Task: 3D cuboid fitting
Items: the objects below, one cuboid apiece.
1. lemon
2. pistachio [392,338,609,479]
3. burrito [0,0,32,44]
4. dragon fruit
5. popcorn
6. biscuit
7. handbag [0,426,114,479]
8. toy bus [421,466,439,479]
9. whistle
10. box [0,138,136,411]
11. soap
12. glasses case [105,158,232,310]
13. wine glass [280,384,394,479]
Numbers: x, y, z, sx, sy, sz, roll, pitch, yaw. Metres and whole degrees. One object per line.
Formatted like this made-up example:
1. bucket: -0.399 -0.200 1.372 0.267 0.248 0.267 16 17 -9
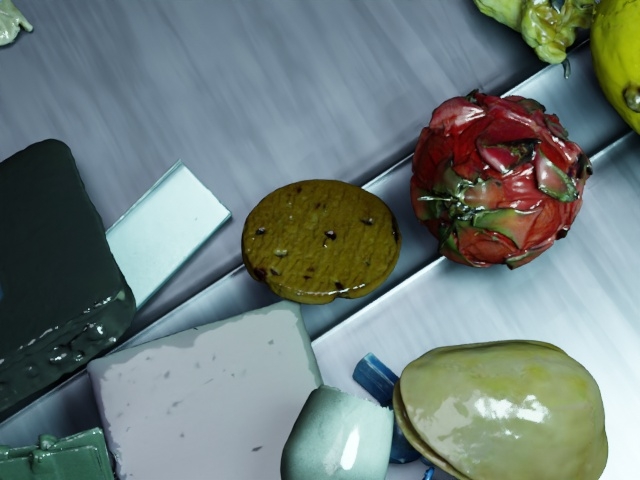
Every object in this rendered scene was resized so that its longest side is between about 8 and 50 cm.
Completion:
1. lemon: 0.480 -0.255 1.869 0.297 0.297 0.297 -1 75 3
2. pistachio: 0.215 0.216 1.797 0.260 0.163 0.213 -3 50 -18
3. burrito: -0.483 -0.363 2.070 0.229 0.063 0.058 52 44 6
4. dragon fruit: 0.200 -0.075 1.848 0.233 0.293 0.234 2 93 34
5. popcorn: 0.290 -0.335 1.976 0.168 0.173 0.195 -26 65 -26
6. biscuit: 0.000 0.000 1.914 0.212 0.036 0.212 1 45 -1
7. handbag: -0.355 0.339 1.786 0.247 0.260 0.079 -7 31 3
8. toy bus: 0.137 0.430 1.781 0.175 0.138 0.288 23 78 8
9. whistle: 0.086 0.221 1.867 0.158 0.090 0.090 41 81 12
10. box: -0.423 0.061 1.878 0.359 0.091 0.350 -30 47 -2
11. soap: -0.114 0.249 1.859 0.285 0.107 0.296 -16 76 -1
12. glasses case: -0.244 0.024 1.961 0.266 0.056 0.105 -45 102 -8
13. wine glass: 0.004 0.295 1.730 0.126 0.126 0.241 17 76 8
